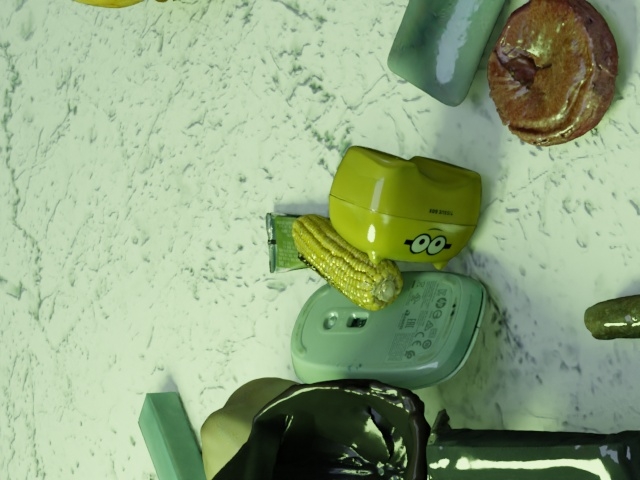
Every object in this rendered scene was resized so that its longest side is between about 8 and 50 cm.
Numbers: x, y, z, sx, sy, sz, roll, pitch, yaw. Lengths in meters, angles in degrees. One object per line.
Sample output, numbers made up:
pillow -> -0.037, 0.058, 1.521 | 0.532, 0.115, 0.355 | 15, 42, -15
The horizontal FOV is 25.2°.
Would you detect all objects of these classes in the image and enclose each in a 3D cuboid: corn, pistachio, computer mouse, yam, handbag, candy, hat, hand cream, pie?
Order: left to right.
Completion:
pistachio -> -0.028, 0.331, 1.821 | 0.226, 0.208, 0.332 | -33, 73, 17
hand cream -> 0.000, 0.000, 1.909 | 0.235, 0.055, 0.086 | -3, 89, 53
hat -> 0.011, 0.314, 1.664 | 0.336, 0.209, 0.238 | -48, 55, -2
corn -> 0.028, 0.024, 1.770 | 0.203, 0.072, 0.072 | 37, 115, 49
computer mouse -> 0.085, 0.122, 1.766 | 0.288, 0.097, 0.159 | -3, 53, 38
candy -> 0.154, -0.263, 1.729 | 0.138, 0.071, 0.174 | 38, 114, 42
pie -> 0.263, -0.195, 1.629 | 0.182, 0.049, 0.182 | 2, 93, 51
handbag -> 0.277, 0.292, 1.508 | 0.302, 0.178, 0.275 | -10, 96, 48
yam -> 0.394, 0.069, 1.474 | 0.274, 0.061, 0.061 | -15, 78, 46

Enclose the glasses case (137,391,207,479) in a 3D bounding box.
glasses case -> -0.197, 0.356, 2.107 | 0.266, 0.056, 0.105 | 66, 155, 25

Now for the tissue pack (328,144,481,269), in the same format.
tissue pack -> 0.099, -0.038, 1.702 | 0.123, 0.178, 0.127 | 26, 104, 46

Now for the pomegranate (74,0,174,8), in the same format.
pomegranate -> -0.299, -0.479, 2.070 | 0.307, 0.307, 0.307 | -2, 87, 47
